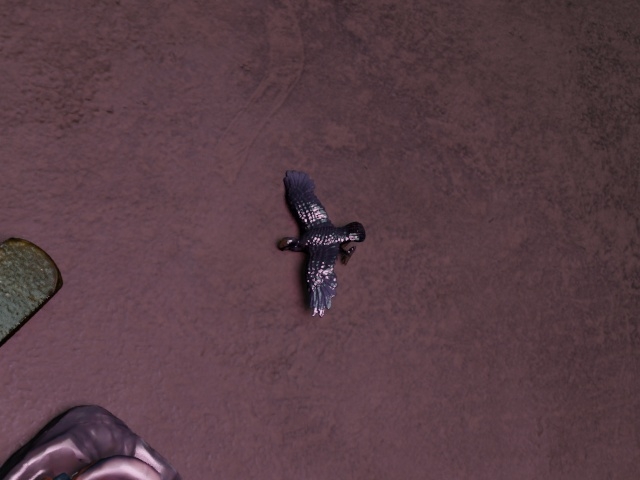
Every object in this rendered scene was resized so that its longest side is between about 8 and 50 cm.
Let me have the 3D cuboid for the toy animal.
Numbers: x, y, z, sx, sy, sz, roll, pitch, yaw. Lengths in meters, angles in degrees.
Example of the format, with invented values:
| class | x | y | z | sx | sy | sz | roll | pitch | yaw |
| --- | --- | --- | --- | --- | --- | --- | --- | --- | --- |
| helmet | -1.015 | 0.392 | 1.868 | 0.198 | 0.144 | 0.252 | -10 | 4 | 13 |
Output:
| class | x | y | z | sx | sy | sz | roll | pitch | yaw |
| --- | --- | --- | --- | --- | --- | --- | --- | --- | --- |
| toy animal | 0.000 | 0.000 | 1.165 | 0.108 | 0.062 | 0.220 | 6 | 58 | -24 |

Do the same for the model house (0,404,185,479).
| class | x | y | z | sx | sy | sz | roll | pitch | yaw |
| --- | --- | --- | --- | --- | --- | --- | --- | --- | --- |
| model house | -0.178 | 0.291 | 0.843 | 0.271 | 0.301 | 0.190 | 48 | 65 | -6 |

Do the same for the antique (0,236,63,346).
| class | x | y | z | sx | sy | sz | roll | pitch | yaw |
| --- | --- | --- | --- | --- | --- | --- | --- | --- | --- |
| antique | -0.370 | 0.090 | 0.930 | 0.081 | 0.080 | 0.221 | 48 | 57 | -7 |
